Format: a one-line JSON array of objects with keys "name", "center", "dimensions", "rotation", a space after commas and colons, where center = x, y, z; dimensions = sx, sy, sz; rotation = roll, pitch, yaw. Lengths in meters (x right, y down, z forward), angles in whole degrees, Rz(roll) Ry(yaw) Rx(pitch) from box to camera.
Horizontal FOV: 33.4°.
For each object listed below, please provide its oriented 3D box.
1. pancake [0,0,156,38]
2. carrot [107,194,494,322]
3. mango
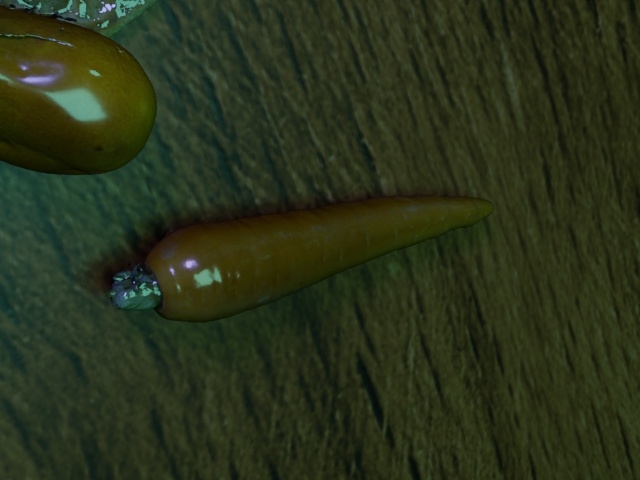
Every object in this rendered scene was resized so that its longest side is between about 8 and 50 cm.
[{"name": "pancake", "center": [-0.158, -0.185, 0.665], "dimensions": [0.139, 0.022, 0.140], "rotation": [-8, 106, -30]}, {"name": "carrot", "center": [0.000, 0.000, 0.783], "dimensions": [0.336, 0.069, 0.069], "rotation": [-15, 109, -31]}, {"name": "mango", "center": [-0.177, -0.094, 0.634], "dimensions": [0.159, 0.105, 0.084], "rotation": [26, 56, -19]}]
